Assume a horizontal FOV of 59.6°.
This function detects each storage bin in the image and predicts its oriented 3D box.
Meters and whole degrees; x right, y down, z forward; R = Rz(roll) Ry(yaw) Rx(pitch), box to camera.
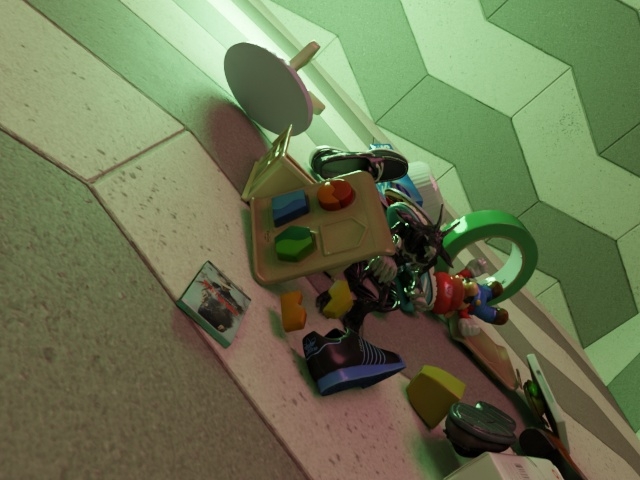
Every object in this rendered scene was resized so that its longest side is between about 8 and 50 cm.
[{"bbox_3d":[-0.015,-0.088,1.179,0.262,0.123,0.260,42,20,-17],"label":"storage bin"}]

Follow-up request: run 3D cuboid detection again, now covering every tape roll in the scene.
[{"bbox_3d":[0.481,0.063,1.673,0.321,0.321,0.077,38,21,-29],"label":"tape roll"}]

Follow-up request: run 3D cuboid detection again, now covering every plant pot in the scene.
[{"bbox_3d":[0.206,0.278,1.030,0.083,0.081,0.081,41,17,13],"label":"plant pot"}]

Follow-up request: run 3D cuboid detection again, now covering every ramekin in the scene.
[{"bbox_3d":[0.339,-0.148,1.926,0.273,0.127,0.272,-20,90,-83],"label":"ramekin"}]

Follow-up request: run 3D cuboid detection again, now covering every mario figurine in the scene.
[{"bbox_3d":[0.423,0.154,1.530,0.320,0.170,0.198,13,26,-42],"label":"mario figurine"}]

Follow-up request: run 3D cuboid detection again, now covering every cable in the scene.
[{"bbox_3d":[0.118,0.094,1.236,0.150,0.047,0.184,50,19,3],"label":"cable"}]

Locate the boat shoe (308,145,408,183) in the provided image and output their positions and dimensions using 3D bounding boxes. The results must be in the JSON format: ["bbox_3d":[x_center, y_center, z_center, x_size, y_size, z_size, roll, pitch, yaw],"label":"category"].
[{"bbox_3d":[0.119,-0.198,1.568,0.303,0.114,0.091,-2,31,-17],"label":"boat shoe"}]

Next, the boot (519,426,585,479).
[{"bbox_3d":[0.580,0.570,1.328,0.264,0.096,0.280,52,10,34],"label":"boot"}]

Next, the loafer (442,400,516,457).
[{"bbox_3d":[0.277,0.347,0.977,0.109,0.095,0.302,29,2,29],"label":"loafer"}]

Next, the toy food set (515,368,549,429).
[{"bbox_3d":[0.603,0.452,1.552,0.192,0.038,0.132,64,18,-3],"label":"toy food set"}]

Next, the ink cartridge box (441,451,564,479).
[{"bbox_3d":[0.330,0.461,0.882,0.283,0.117,0.207,28,28,-46],"label":"ink cartridge box"}]

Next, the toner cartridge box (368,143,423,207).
[{"bbox_3d":[0.221,-0.152,1.754,0.075,0.165,0.348,-4,37,-10],"label":"toner cartridge box"}]

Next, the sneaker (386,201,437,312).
[{"bbox_3d":[0.213,0.040,1.358,0.110,0.107,0.275,-8,84,-45],"label":"sneaker"}]

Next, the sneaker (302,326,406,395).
[{"bbox_3d":[0.058,0.181,0.881,0.232,0.081,0.090,14,46,-57],"label":"sneaker"}]

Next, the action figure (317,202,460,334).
[{"bbox_3d":[0.134,0.060,0.981,0.164,0.276,0.141,40,20,-24],"label":"action figure"}]

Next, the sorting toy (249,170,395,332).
[{"bbox_3d":[0.000,0.000,0.909,0.307,0.229,0.041,-100,177,-46],"label":"sorting toy"}]

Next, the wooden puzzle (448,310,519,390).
[{"bbox_3d":[0.450,0.298,1.593,0.239,0.044,0.221,41,20,-9],"label":"wooden puzzle"}]

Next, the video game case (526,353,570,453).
[{"bbox_3d":[0.635,0.457,1.556,0.206,0.026,0.227,-99,165,-45],"label":"video game case"}]

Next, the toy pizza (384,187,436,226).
[{"bbox_3d":[0.235,-0.057,1.464,0.201,0.032,0.201,45,-6,6],"label":"toy pizza"}]

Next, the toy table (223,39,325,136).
[{"bbox_3d":[-0.108,-0.405,1.459,0.274,0.252,0.161,55,35,-9],"label":"toy table"}]

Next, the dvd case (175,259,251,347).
[{"bbox_3d":[-0.138,0.082,0.747,0.087,0.013,0.119,45,18,-11],"label":"dvd case"}]

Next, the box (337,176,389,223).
[{"bbox_3d":[0.115,-0.068,1.482,0.169,0.087,0.290,55,19,15],"label":"box"}]
